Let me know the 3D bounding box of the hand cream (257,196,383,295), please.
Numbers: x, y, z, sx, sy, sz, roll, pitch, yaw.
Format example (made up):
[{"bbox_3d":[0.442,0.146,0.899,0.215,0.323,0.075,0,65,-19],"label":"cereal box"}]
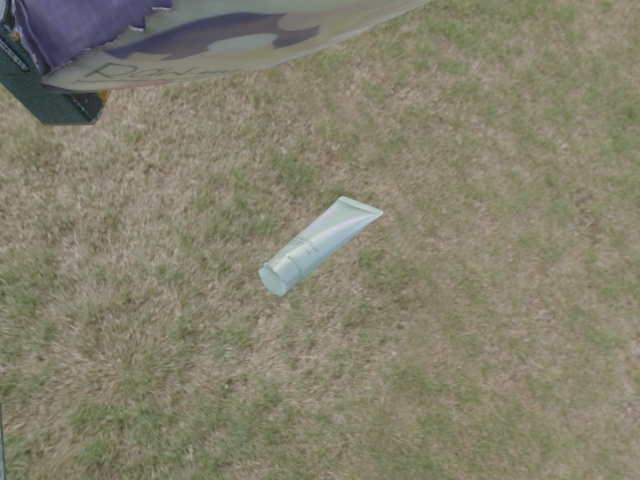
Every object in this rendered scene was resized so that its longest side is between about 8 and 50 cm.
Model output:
[{"bbox_3d":[0.000,0.000,0.845,0.078,0.050,0.205,21,47,33],"label":"hand cream"}]

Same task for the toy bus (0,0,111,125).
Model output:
[{"bbox_3d":[-0.485,-0.333,1.047,0.138,0.275,0.167,3,63,18],"label":"toy bus"}]

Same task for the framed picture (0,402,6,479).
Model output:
[{"bbox_3d":[-0.483,0.337,0.713,0.216,0.016,0.273,-4,96,-21],"label":"framed picture"}]

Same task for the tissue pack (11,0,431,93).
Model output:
[{"bbox_3d":[-0.003,-0.192,0.357,0.242,0.343,0.125,-26,101,-47],"label":"tissue pack"}]
